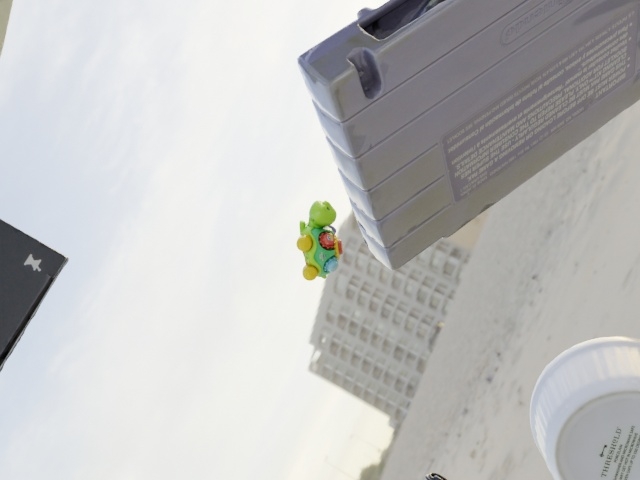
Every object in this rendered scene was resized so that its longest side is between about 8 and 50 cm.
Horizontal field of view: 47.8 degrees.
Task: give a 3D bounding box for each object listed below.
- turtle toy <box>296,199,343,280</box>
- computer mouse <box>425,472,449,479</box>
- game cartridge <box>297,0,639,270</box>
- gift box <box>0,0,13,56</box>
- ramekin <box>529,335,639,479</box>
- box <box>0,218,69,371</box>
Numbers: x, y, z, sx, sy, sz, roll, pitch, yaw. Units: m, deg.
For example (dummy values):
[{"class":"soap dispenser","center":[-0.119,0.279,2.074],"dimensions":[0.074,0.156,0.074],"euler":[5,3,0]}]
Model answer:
[{"class":"turtle toy","center":[0.000,0.000,1.147],"dimensions":[0.095,0.066,0.130],"euler":[-76,-23,-71]},{"class":"computer mouse","center":[0.185,0.315,0.794],"dimensions":[0.042,0.106,0.193],"euler":[-70,-33,-44]},{"class":"game cartridge","center":[0.163,-0.146,0.591],"dimensions":[0.355,0.068,0.230],"euler":[-35,-36,-9]},{"class":"gift box","center":[-0.406,-0.263,0.559],"dimensions":[0.258,0.255,0.276],"euler":[-65,0,-55]},{"class":"ramekin","center":[0.453,0.290,1.074],"dimensions":[0.127,0.273,0.272],"euler":[-47,-20,-70]},{"class":"box","center":[-0.294,0.057,0.554],"dimensions":[0.207,0.108,0.153],"euler":[-15,45,61]}]
